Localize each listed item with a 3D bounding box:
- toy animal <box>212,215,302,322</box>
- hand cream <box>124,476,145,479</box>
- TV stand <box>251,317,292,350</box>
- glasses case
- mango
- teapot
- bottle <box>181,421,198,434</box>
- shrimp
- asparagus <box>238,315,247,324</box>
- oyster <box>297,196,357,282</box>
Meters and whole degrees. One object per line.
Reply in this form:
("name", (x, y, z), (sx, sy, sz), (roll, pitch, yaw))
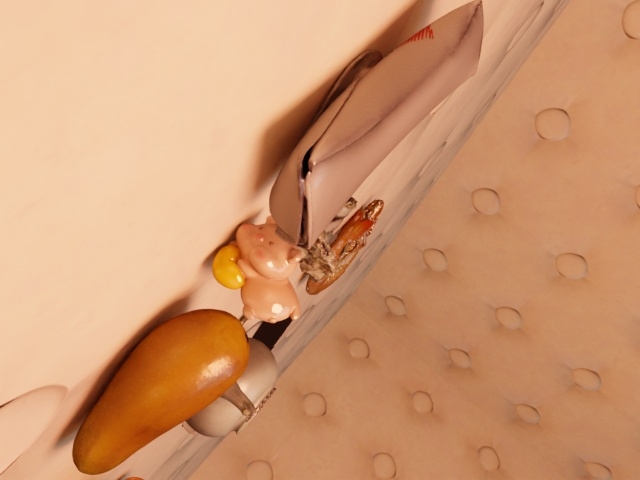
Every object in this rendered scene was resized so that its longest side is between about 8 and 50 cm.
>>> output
("toy animal", (-0.060, 0.026, 0.568), (0.091, 0.114, 0.082), (11, 136, -44))
("hand cream", (-0.443, 0.584, 1.033), (0.314, 0.089, 0.140), (-45, 170, 18))
("TV stand", (-0.132, 0.232, 1.207), (0.256, 0.049, 0.040), (-55, 168, 29))
("glasses case", (0.054, -0.133, 0.545), (0.308, 0.083, 0.128), (-46, 164, -23))
("mango", (-0.172, 0.159, 0.578), (0.227, 0.099, 0.136), (-43, 176, 5))
("teapot", (-0.158, 0.272, 0.983), (0.193, 0.129, 0.294), (-47, 170, -15))
("bottle", (-0.204, 0.354, 1.171), (0.217, 0.060, 0.060), (-8, 139, -57))
("shrimp", (0.053, 0.011, 1.196), (0.267, 0.061, 0.145), (-48, 161, -4))
("asparagus", (-0.153, 0.158, 0.919), (0.163, 0.016, 0.016), (-48, -163, -15))
("oyster", (0.003, 0.002, 0.812), (0.199, 0.087, 0.252), (-65, 173, 25))
